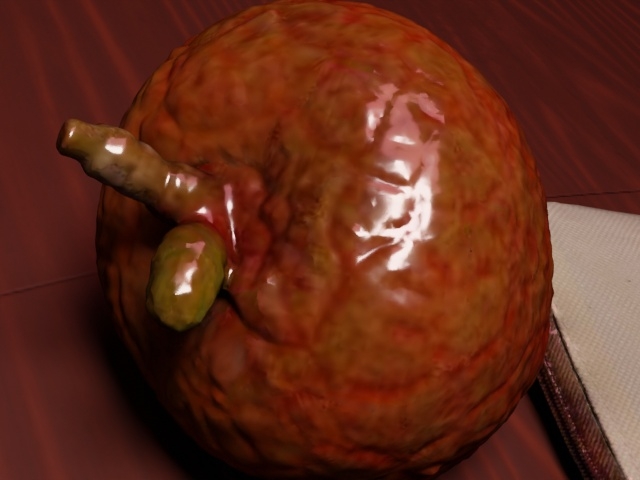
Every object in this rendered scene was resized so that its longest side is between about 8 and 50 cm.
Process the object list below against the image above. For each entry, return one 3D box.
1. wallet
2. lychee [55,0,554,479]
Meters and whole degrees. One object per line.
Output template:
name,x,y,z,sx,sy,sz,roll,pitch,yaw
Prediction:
wallet,0.238,0.091,0.770,0.275,0.068,0.335,1,46,-23
lychee,0.000,0.000,0.592,0.255,0.255,0.300,45,8,29
